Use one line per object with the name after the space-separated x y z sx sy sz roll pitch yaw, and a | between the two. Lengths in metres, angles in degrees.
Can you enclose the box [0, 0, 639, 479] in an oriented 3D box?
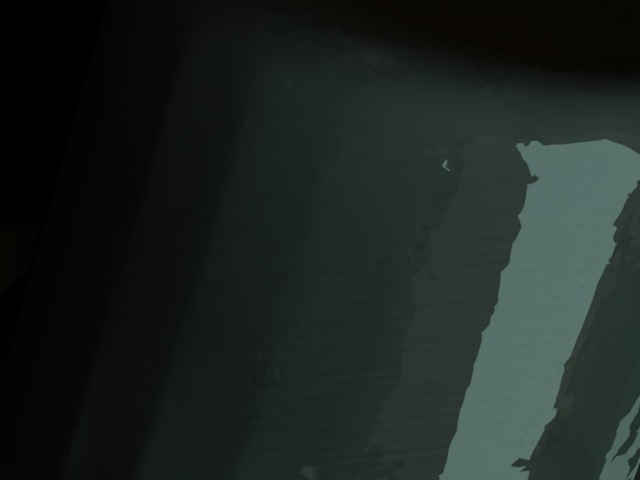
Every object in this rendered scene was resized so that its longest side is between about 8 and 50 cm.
0.000 0.000 0.503 0.291 0.262 0.206 -26 142 -47 | box
